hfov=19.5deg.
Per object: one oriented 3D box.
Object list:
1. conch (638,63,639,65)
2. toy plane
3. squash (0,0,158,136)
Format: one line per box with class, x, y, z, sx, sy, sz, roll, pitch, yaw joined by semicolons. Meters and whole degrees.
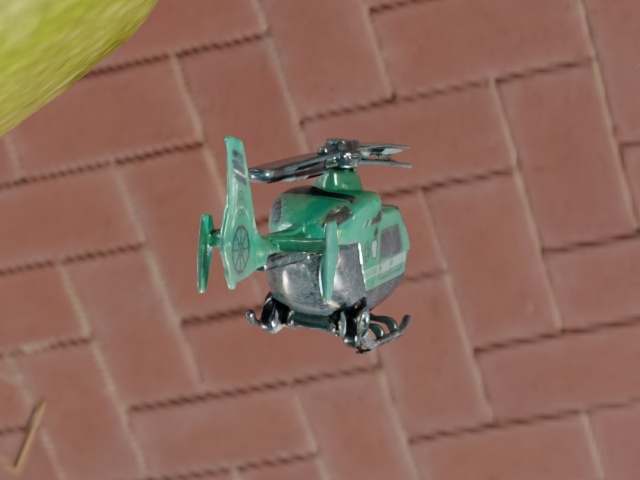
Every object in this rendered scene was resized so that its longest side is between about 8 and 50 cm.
conch;0.306;-0.101;1.347;0.180;0.088;0.065;20;118;-19
toy plane;0.000;0.000;0.825;0.060;0.235;0.096;10;98;18
squash;-0.079;-0.038;0.341;0.085;0.184;0.192;25;158;-12
